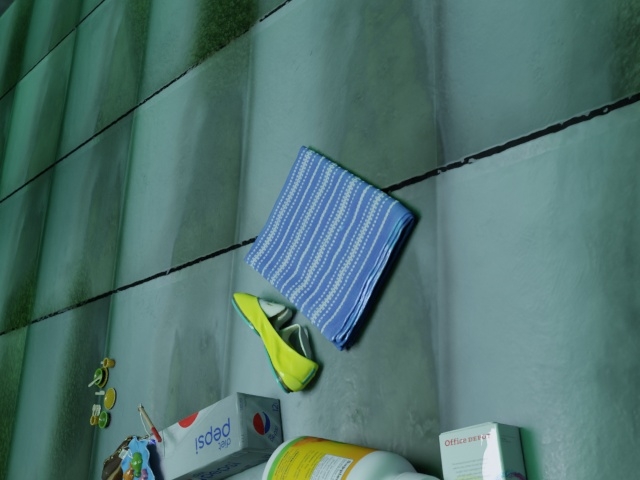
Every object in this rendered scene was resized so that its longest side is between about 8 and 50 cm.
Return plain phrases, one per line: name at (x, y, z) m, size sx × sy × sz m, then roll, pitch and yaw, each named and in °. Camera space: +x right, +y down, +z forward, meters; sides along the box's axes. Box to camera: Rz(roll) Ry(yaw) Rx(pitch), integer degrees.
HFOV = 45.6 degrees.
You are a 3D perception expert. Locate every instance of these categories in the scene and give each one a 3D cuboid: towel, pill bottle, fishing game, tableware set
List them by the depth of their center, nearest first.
pill bottle at (0.046, 0.336, 0.985) m, size 0.246 × 0.136 × 0.136 m, roll -5°, pitch 72°, yaw 48°
towel at (0.000, 0.000, 1.249) m, size 0.336 × 0.040 × 0.243 m, roll 38°, pitch 104°, yaw 50°
fishing game at (-0.334, 0.433, 1.339) m, size 0.189 × 0.041 × 0.264 m, roll 30°, pitch 109°, yaw 60°
tableware set at (-0.491, 0.341, 1.707) m, size 0.104 × 0.024 × 0.154 m, roll -10°, pitch 68°, yaw 47°

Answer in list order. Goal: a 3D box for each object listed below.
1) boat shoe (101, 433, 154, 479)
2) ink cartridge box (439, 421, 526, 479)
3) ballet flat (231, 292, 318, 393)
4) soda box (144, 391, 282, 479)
boat shoe at (-0.375, 0.423, 1.498) m, size 0.207 × 0.073 × 0.073 m, roll -41°, pitch 50°, yaw 32°
ink cartridge box at (0.194, 0.284, 0.897) m, size 0.088 × 0.052 × 0.122 m, roll -26°, pitch 58°, yaw 41°
ballet flat at (-0.070, 0.152, 1.258) m, size 0.077 × 0.077 × 0.231 m, roll -40°, pitch 48°, yaw 4°
soda box at (-0.189, 0.350, 1.293) m, size 0.286 × 0.091 × 0.098 m, roll -33°, pitch 52°, yaw 38°
